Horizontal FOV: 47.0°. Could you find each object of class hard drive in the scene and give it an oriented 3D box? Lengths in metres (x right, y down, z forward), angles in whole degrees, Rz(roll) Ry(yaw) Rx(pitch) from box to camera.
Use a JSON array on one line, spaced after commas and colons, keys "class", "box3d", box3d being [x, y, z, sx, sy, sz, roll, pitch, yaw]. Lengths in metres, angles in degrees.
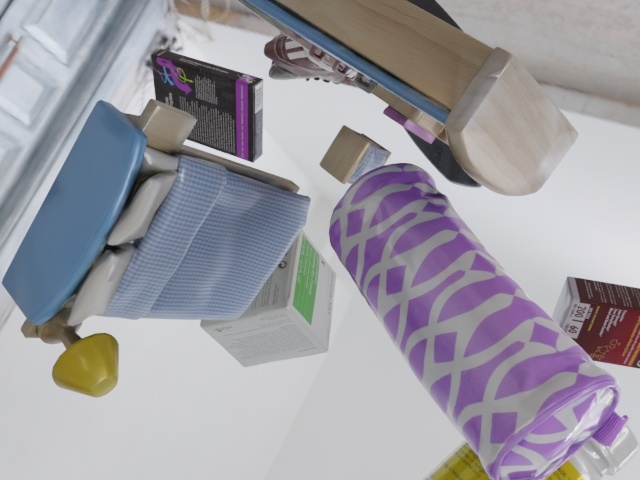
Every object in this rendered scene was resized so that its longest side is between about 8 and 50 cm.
[{"class": "hard drive", "box3d": [0.145, -0.202, 0.958, 0.172, 0.054, 0.254, 96, 152, -52]}]

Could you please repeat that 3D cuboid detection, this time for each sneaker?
[{"class": "sneaker", "box3d": [0.008, -0.302, 1.215, 0.163, 0.106, 0.281, 0, 179, 31]}]

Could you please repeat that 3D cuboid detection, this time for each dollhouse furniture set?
[{"class": "dollhouse furniture set", "box3d": [0.000, 0.000, 0.509, 0.198, 0.303, 0.286, 41, -167, 30]}]

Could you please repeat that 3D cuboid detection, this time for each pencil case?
[{"class": "pencil case", "box3d": [0.083, 0.039, 0.426, 0.088, 0.086, 0.206, -6, -135, -31]}]

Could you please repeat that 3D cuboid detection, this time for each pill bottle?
[{"class": "pill bottle", "box3d": [0.176, 0.222, 0.666, 0.119, 0.208, 0.119, 49, 174, 7]}]

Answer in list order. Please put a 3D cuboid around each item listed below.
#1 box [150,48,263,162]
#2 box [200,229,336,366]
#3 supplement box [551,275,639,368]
[{"class": "box", "box3d": [-0.152, -0.181, 0.987, 0.162, 0.029, 0.116, 20, 132, 18]}, {"class": "box", "box3d": [-0.049, 0.058, 0.738, 0.102, 0.101, 0.087, -13, 137, 23]}, {"class": "supplement box", "box3d": [0.535, 0.151, 1.286, 0.240, 0.073, 0.130, 9, 125, 3]}]
